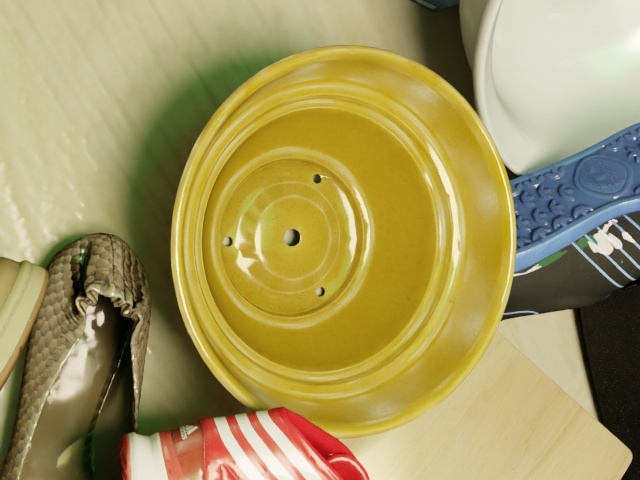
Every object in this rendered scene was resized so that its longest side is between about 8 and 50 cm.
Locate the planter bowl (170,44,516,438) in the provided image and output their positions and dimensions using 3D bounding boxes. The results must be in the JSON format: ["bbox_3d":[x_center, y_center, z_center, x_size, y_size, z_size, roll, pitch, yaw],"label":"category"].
[{"bbox_3d":[0.000,0.000,0.689,0.217,0.090,0.217,-1,92,-28],"label":"planter bowl"}]

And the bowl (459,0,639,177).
[{"bbox_3d":[0.203,-0.182,0.762,0.298,0.134,0.298,-16,137,-16],"label":"bowl"}]

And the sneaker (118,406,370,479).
[{"bbox_3d":[-0.023,0.187,0.629,0.128,0.087,0.221,-14,119,-6],"label":"sneaker"}]

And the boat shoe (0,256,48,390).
[{"bbox_3d":[-0.225,0.105,0.538,0.089,0.104,0.285,35,53,-7],"label":"boat shoe"}]

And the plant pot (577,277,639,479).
[{"bbox_3d":[0.291,0.072,0.813,0.188,0.187,0.167,-33,91,-27],"label":"plant pot"}]

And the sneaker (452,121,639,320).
[{"bbox_3d":[0.194,-0.012,0.773,0.232,0.081,0.090,-17,141,-4],"label":"sneaker"}]

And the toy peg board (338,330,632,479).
[{"bbox_3d":[0.082,0.150,0.752,0.160,0.079,0.161,41,67,-4],"label":"toy peg board"}]

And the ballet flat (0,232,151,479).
[{"bbox_3d":[-0.128,0.119,0.632,0.084,0.058,0.250,11,81,-29],"label":"ballet flat"}]

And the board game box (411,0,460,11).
[{"bbox_3d":[0.017,-0.247,0.749,0.201,0.035,0.136,20,77,-27],"label":"board game box"}]
